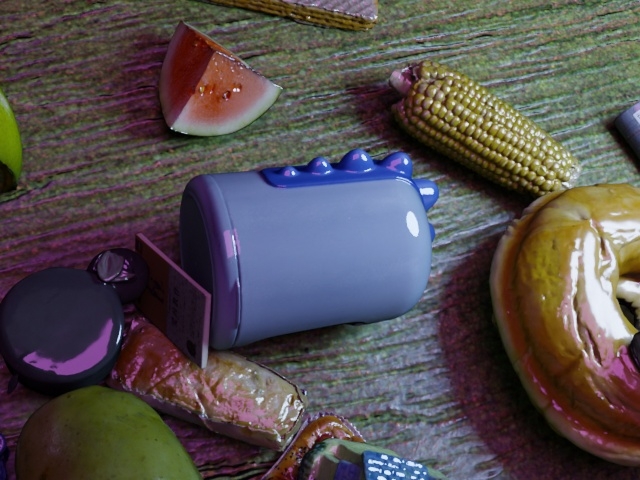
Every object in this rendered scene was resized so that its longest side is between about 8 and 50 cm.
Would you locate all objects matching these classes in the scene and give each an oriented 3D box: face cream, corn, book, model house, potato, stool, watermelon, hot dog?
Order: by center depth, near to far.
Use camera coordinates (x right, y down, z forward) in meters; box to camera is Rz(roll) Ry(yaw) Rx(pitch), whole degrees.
[{"bbox_3d":[-0.241,0.320,1.163,0.215,0.216,0.304,-20,77,-23],"label":"potato"},{"bbox_3d":[0.089,0.358,1.212,0.214,0.189,0.195,23,73,-21],"label":"model house"},{"bbox_3d":[-0.312,0.116,1.260,0.228,0.139,0.153,-25,73,-20],"label":"stool"},{"bbox_3d":[-0.199,0.079,1.287,0.012,0.118,0.172,-18,39,-36],"label":"book"},{"bbox_3d":[-0.013,0.321,1.308,0.108,0.059,0.191,38,65,7],"label":"hot dog"},{"bbox_3d":[-0.175,-0.253,1.499,0.193,0.137,0.145,-22,39,-23],"label":"watermelon"},{"bbox_3d":[0.260,-0.172,1.560,0.347,0.130,0.130,33,62,-1],"label":"corn"},{"bbox_3d":[0.612,-0.113,1.662,0.073,0.073,0.283,-26,76,-24],"label":"face cream"}]

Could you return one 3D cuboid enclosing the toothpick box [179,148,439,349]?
[{"bbox_3d":[0.000,0.000,1.341,0.354,0.263,0.263,-7,69,-20],"label":"toothpick box"}]

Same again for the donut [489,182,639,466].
[{"bbox_3d":[0.458,0.115,1.452,0.448,0.198,0.449,8,64,-16],"label":"donut"}]

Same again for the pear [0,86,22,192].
[{"bbox_3d":[-0.558,-0.212,1.326,0.286,0.176,0.282,-1,65,-17],"label":"pear"}]

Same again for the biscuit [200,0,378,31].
[{"bbox_3d":[-0.087,-0.425,1.614,0.378,0.054,0.094,10,64,-11],"label":"biscuit"}]

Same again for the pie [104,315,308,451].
[{"bbox_3d":[-0.155,0.192,1.317,0.282,0.068,0.129,21,55,3],"label":"pie"}]

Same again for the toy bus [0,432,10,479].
[{"bbox_3d":[-0.451,0.224,1.214,0.094,0.079,0.237,-16,72,-19],"label":"toy bus"}]

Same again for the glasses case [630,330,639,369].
[{"bbox_3d":[0.566,0.122,1.335,0.299,0.060,0.114,-21,73,-25],"label":"glasses case"}]
